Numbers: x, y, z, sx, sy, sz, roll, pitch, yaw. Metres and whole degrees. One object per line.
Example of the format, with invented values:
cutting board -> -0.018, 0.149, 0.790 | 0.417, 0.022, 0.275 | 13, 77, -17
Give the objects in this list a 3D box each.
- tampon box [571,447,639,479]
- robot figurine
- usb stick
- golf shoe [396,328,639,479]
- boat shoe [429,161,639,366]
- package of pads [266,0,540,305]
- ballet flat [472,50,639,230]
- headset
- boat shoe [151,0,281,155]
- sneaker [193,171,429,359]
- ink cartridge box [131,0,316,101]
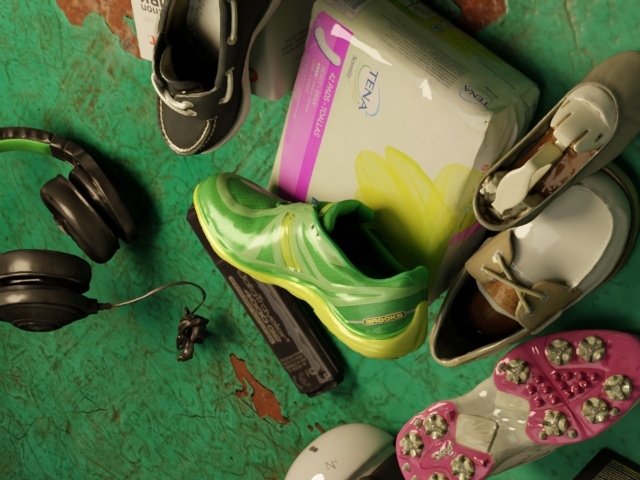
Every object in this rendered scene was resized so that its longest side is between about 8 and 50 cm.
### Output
tampon box -> 0.283, 0.317, 1.598 | 0.101, 0.161, 0.120 | 27, 134, 31
robot figurine -> 0.078, 0.344, 1.824 | 0.278, 0.173, 0.209 | 45, 125, 10
usb stick -> -0.067, 0.063, 1.867 | 0.077, 0.045, 0.278 | -28, 97, 46
golf shoe -> 0.221, 0.168, 1.603 | 0.306, 0.140, 0.115 | -29, 77, 31
boat shoe -> 0.202, 0.037, 1.510 | 0.113, 0.103, 0.302 | 45, 142, 11
package of pads -> 0.076, -0.090, 1.547 | 0.229, 0.101, 0.296 | 38, 141, 20
ballet flat -> 0.215, -0.081, 1.379 | 0.072, 0.068, 0.213 | 51, 122, 13
headset -> -0.318, 0.021, 1.977 | 0.394, 0.243, 0.185 | 28, 165, 4
boat shoe -> -0.120, -0.179, 1.504 | 0.114, 0.091, 0.302 | 38, 141, 16
sneaker -> 0.000, 0.000, 1.553 | 0.295, 0.109, 0.123 | 33, 121, 28
ink cartridge box -> -0.095, -0.297, 1.555 | 0.197, 0.114, 0.273 | 21, 133, 34
